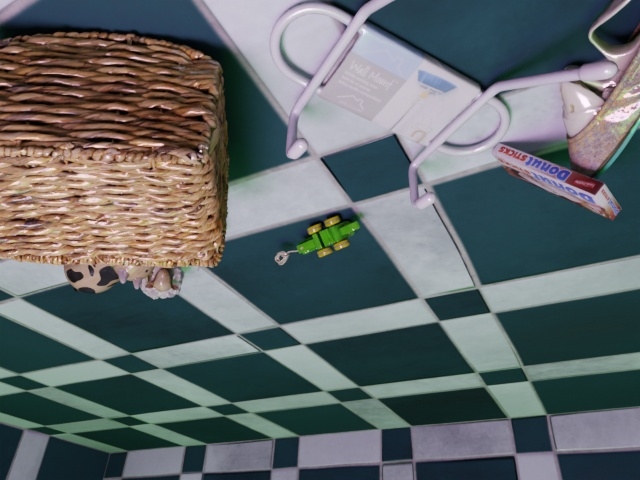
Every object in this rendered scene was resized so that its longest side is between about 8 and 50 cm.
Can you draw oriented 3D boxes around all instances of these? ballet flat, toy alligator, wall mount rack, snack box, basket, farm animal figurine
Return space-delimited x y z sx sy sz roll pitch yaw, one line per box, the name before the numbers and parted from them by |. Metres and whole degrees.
ballet flat | 0.344 -0.199 0.589 0.106 0.107 0.315 23 140 6
toy alligator | 0.000 0.000 0.934 0.190 0.056 0.051 -24 178 33
wall mount rack | 0.122 -0.174 0.595 0.350 0.130 0.304 19 143 -23
snack box | 0.312 -0.084 0.695 0.064 0.178 0.022 34 96 -37
basket | -0.268 -0.109 0.644 0.300 0.213 0.223 0 146 -6
farm animal figurine | -0.343 0.000 0.847 0.331 0.172 0.327 23 141 -27
